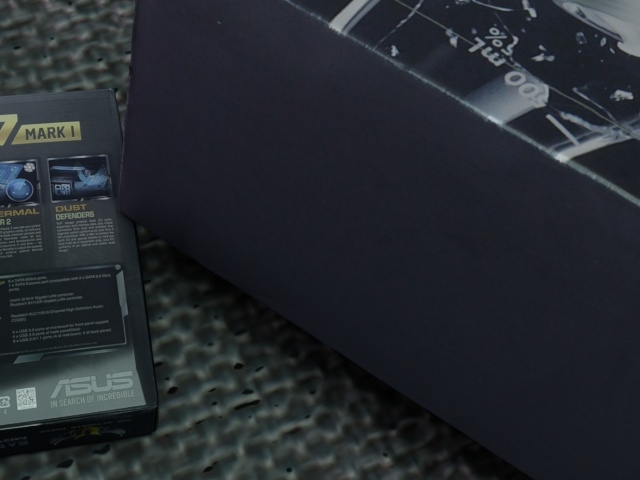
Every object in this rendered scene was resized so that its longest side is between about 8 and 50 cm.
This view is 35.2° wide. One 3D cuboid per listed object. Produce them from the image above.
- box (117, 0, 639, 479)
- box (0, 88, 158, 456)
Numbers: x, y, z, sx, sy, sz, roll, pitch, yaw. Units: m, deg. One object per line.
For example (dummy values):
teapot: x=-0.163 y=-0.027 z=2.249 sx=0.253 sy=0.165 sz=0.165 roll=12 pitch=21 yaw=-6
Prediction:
box: x=0.132 y=-0.071 z=0.507 sx=0.343 sy=0.179 sz=0.312 roll=31 pitch=51 yaw=11
box: x=-0.207 y=0.020 z=0.505 sx=0.232 sy=0.059 sz=0.183 roll=-6 pitch=67 yaw=-15
